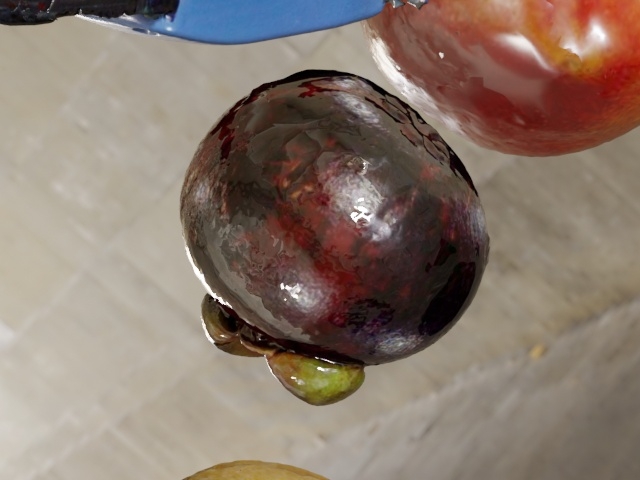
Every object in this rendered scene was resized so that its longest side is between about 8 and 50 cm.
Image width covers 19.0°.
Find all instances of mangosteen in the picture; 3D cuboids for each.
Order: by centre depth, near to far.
[{"bbox_3d":[0.000,0.000,0.881,0.152,0.152,0.152,-48,7,7],"label":"mangosteen"}]

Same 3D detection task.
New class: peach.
[{"bbox_3d":[0.170,-0.202,1.370,0.308,0.308,0.332,-46,17,21],"label":"peach"}]

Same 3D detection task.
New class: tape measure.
[{"bbox_3d":[-0.121,-0.166,1.026,0.351,0.215,0.097,-15,-51,-47],"label":"tape measure"}]

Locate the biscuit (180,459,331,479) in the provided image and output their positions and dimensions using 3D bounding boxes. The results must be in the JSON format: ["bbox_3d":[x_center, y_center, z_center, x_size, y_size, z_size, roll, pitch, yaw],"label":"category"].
[{"bbox_3d":[-0.099,0.360,1.739,0.394,0.350,0.070,-49,18,19],"label":"biscuit"}]
